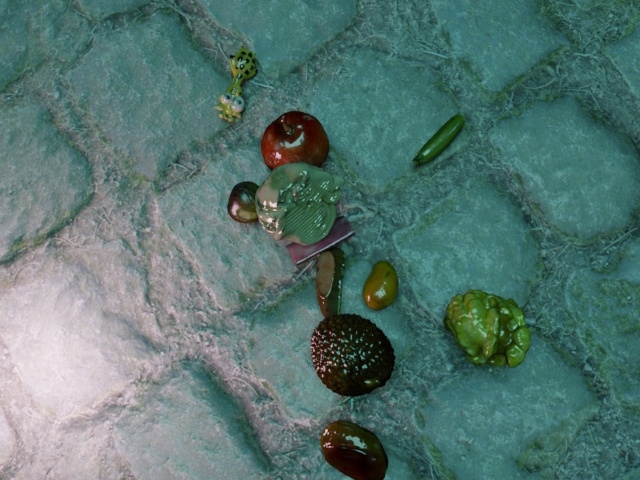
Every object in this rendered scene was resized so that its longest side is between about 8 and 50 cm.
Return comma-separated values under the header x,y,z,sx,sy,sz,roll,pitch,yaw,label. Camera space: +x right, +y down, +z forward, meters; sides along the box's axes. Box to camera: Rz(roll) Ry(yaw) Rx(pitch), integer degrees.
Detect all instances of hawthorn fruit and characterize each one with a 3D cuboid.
x,y,z,sx,sy,sz,roll,pitch,yaw,label
-0.095,-0.343,1.732,0.241,0.272,0.242,-1,71,4,hawthorn fruit

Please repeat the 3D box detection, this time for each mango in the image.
x,y,z,sx,sy,sz,roll,pitch,yaw,label
0.206,0.154,1.695,0.115,0.089,0.165,27,77,19,mango

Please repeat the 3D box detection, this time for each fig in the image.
x,y,z,sx,sy,sz,roll,pitch,yaw,label
-0.204,-0.105,1.767,0.245,0.149,0.149,27,80,-2,fig

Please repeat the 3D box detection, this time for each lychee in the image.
x,y,z,sx,sy,sz,roll,pitch,yaw,label
0.094,0.347,1.581,0.267,0.267,0.268,-1,77,4,lychee

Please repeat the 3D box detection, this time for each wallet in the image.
x,y,z,sx,sy,sz,roll,pitch,yaw,label
0.000,0.000,1.742,0.232,0.025,0.119,-28,38,-2,wallet

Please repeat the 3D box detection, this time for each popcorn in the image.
x,y,z,sx,sy,sz,roll,pitch,yaw,label
0.507,0.272,1.570,0.250,0.242,0.235,15,82,10,popcorn

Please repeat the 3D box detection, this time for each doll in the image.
x,y,z,sx,sy,sz,roll,pitch,yaw,label
-0.313,-0.587,1.898,0.117,0.086,0.291,20,80,-22,doll

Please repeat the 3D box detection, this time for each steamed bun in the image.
x,y,z,sx,sy,sz,roll,pitch,yaw,label
-0.083,-0.135,1.679,0.207,0.280,0.268,35,109,40,steamed bun

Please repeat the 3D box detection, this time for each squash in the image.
x,y,z,sx,sy,sz,roll,pitch,yaw,label
0.422,-0.349,1.799,0.252,0.066,0.066,-45,78,-5,squash

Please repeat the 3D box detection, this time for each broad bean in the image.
x,y,z,sx,sy,sz,roll,pitch,yaw,label
0.106,0.655,1.572,0.228,0.122,0.156,29,106,16,broad bean

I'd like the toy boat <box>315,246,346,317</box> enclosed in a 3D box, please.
x,y,z,sx,sy,sz,roll,pitch,yaw,label
0.033,0.160,1.701,0.108,0.099,0.293,-7,75,30,toy boat

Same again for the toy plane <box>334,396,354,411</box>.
x,y,z,sx,sy,sz,roll,pitch,yaw,label
0.088,0.514,1.649,0.083,0.033,0.080,-35,76,-11,toy plane
